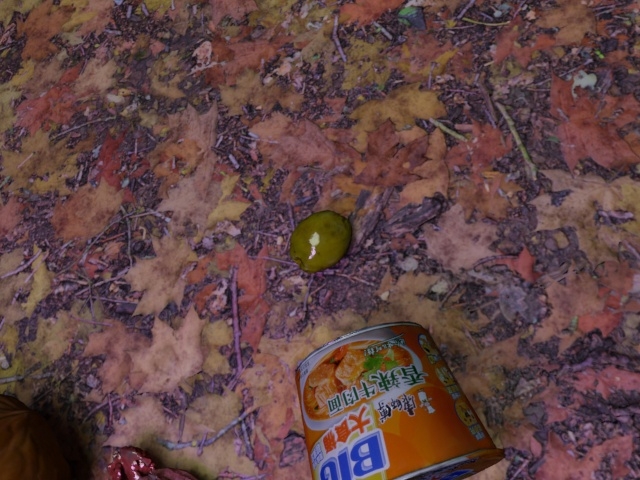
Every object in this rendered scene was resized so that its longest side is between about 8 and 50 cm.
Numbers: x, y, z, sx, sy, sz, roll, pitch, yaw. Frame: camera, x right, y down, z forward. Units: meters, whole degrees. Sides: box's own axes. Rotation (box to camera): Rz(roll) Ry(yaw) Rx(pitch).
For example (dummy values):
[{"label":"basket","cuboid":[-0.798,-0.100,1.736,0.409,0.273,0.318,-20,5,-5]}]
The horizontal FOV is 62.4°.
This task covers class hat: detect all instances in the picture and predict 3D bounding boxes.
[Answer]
[{"label":"hat","cuboid":[-0.289,0.488,0.915,0.237,0.107,0.286,-30,71,-7]}]

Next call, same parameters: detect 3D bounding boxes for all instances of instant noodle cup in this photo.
[{"label":"instant noodle cup","cuboid":[0.098,0.269,0.803,0.297,0.296,0.213,-24,58,6]}]

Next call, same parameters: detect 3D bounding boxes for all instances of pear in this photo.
[{"label":"pear","cuboid":[0.000,0.000,1.005,0.107,0.107,0.131,30,70,22]}]

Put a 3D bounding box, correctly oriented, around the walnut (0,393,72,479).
[{"label":"walnut","cuboid":[-0.624,0.461,0.905,0.354,0.308,0.397,29,83,17]}]
